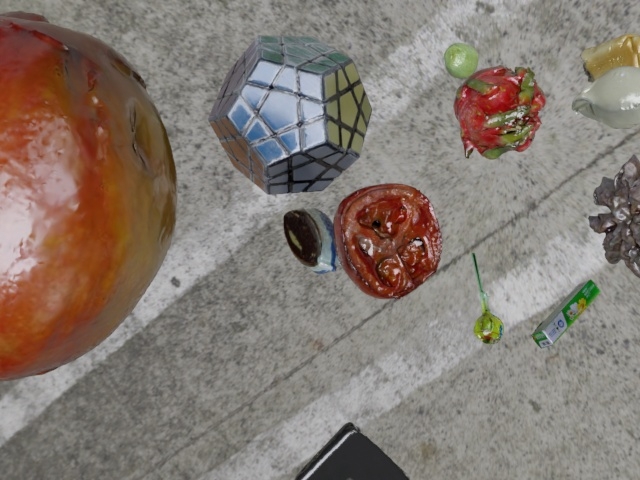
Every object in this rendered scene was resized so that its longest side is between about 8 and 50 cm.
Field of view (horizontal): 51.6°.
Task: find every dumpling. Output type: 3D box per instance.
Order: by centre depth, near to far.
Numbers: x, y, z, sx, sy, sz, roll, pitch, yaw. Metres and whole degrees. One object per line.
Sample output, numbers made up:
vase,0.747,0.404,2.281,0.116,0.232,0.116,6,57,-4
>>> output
dumpling,0.601,-0.266,1.291,0.181,0.155,0.111,35,97,34

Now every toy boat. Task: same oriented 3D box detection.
toy boat,0.000,0.000,1.487,0.114,0.115,0.262,-62,36,19

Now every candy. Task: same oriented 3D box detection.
candy,0.317,0.111,1.302,0.058,0.062,0.194,-11,62,10

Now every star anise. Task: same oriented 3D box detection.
star anise,0.790,-0.053,1.664,0.117,0.331,0.332,-3,98,-17

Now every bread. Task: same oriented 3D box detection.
bread,0.694,-0.412,1.557,0.177,0.084,0.120,-11,90,53

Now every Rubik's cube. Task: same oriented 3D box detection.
Rubik's cube,-0.058,-0.245,1.299,0.318,0.264,0.319,1,97,6

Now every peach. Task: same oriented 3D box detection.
peach,-0.299,-0.042,0.671,0.289,0.373,0.373,19,105,-24

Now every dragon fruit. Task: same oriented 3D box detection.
dragon fruit,0.484,-0.347,1.779,0.236,0.303,0.231,-15,113,-2

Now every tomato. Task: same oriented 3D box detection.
tomato,0.115,0.002,1.268,0.227,0.101,0.228,5,77,-24

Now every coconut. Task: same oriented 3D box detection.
coconut,0.351,-0.448,1.654,0.087,0.096,0.088,-17,66,44

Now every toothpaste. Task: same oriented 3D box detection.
toothpaste,0.485,0.144,1.308,0.178,0.043,0.037,-37,88,-27

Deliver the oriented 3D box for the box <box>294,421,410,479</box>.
box,0.041,0.329,0.904,0.125,0.027,0.126,-45,101,0
